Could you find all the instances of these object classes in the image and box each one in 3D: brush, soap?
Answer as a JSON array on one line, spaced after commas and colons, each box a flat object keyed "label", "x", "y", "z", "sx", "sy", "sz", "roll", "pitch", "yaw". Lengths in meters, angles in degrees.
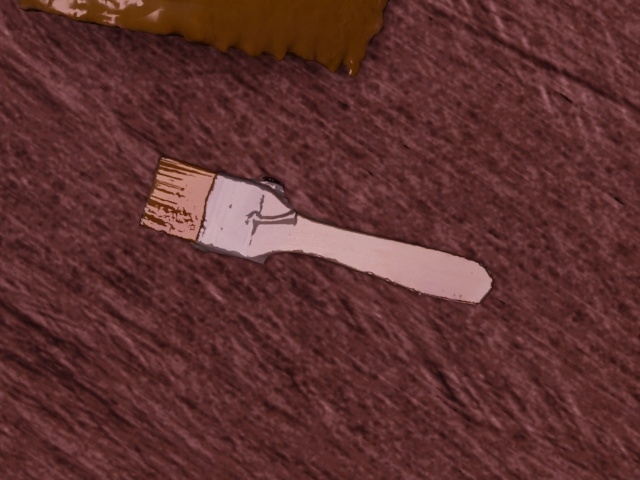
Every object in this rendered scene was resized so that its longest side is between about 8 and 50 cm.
[{"label": "brush", "x": 0.000, "y": 0.000, "z": 1.809, "sx": 0.336, "sy": 0.020, "sz": 0.085, "roll": 17, "pitch": 92, "yaw": -1}, {"label": "soap", "x": -0.084, "y": -0.246, "z": 1.660, "sx": 0.338, "sy": 0.304, "sz": 0.169, "roll": 10, "pitch": 96, "yaw": 0}]
